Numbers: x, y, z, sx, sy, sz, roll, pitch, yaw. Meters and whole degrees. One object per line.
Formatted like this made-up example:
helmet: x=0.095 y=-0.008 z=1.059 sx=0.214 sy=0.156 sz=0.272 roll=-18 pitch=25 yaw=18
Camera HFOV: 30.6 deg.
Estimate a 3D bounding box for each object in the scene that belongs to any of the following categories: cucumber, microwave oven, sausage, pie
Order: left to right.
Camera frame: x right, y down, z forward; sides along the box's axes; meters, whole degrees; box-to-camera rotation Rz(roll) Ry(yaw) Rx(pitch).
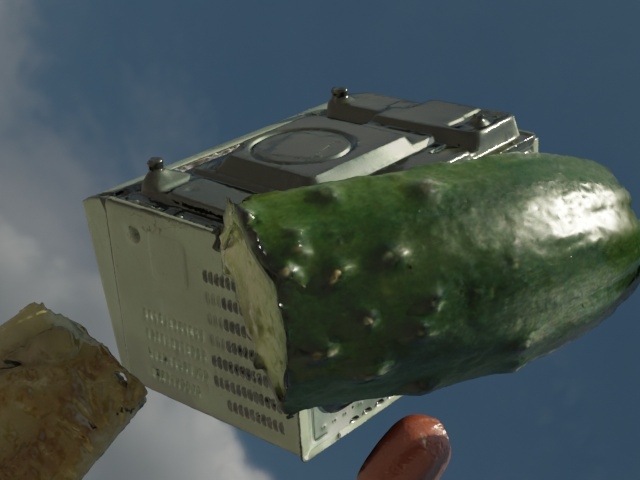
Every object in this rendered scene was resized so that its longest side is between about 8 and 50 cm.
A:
pie: x=-0.247 y=0.166 z=0.771 sx=0.128 sy=0.282 sz=0.068 roll=48 pitch=-9 yaw=-18
microwave oven: x=0.000 y=0.000 z=1.258 sx=0.333 sy=0.394 sz=0.247 roll=15 pitch=-60 yaw=40
sausage: x=0.074 y=0.193 z=0.997 sx=0.054 sy=0.059 sz=0.094 roll=28 pitch=-109 yaw=41
cucumber: x=0.102 y=0.015 z=0.804 sx=0.105 sy=0.326 sz=0.145 roll=115 pitch=-39 yaw=-55
